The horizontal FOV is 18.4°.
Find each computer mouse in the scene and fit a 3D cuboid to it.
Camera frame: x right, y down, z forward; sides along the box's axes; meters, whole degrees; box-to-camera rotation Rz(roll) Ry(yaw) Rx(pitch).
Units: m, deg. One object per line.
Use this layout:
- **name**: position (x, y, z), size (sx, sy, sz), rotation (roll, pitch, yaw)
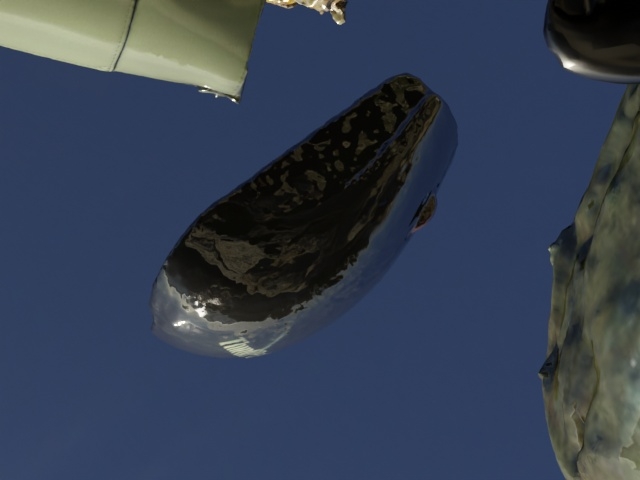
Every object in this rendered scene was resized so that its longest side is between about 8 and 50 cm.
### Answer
- **computer mouse**: position (0.000, 0.000, 1.449), size (0.269, 0.170, 0.100), rotation (-38, -106, -24)

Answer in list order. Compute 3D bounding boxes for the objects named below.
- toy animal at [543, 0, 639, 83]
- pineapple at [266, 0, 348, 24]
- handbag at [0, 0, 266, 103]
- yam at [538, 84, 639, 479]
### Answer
- **toy animal**: position (0.060, -0.088, 0.356), size (0.220, 0.062, 0.108), rotation (-3, -106, -11)
- **pineapple**: position (-0.016, -0.225, 1.172), size (0.047, 0.221, 0.221), rotation (-22, -73, -35)
- **handbag**: position (-0.099, -0.205, 1.081), size (0.315, 0.109, 0.241), rotation (7, -74, -16)
- **yam**: position (0.154, -0.062, 0.469), size (0.133, 0.133, 0.330), rotation (21, -68, -19)
